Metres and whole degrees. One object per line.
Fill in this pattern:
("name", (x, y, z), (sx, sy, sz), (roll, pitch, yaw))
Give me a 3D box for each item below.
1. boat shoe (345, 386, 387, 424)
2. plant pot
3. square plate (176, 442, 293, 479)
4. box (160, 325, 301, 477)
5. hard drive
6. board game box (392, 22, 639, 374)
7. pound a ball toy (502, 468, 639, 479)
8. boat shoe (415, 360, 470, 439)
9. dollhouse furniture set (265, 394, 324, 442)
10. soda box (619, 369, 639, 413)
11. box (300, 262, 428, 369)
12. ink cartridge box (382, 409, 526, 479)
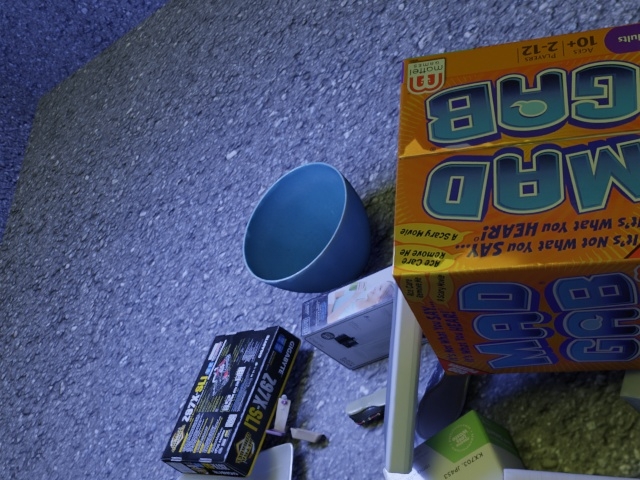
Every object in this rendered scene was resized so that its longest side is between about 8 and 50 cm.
("boat shoe", (0.113, 0.322, 1.649), (0.133, 0.042, 0.049), (-27, 21, 28))
("plant pot", (0.000, 0.000, 1.866), (0.290, 0.195, 0.290), (-25, 48, 31))
("square plate", (-0.181, 0.618, 1.721), (0.347, 0.049, 0.344), (-24, 47, 31))
("box", (-0.195, 0.349, 1.848), (0.257, 0.079, 0.322), (-17, 43, 49))
("hard drive", (0.142, 0.178, 1.423), (0.233, 0.047, 0.353), (-67, -19, -80))
("board game box", (0.323, -0.039, 1.215), (0.356, 0.356, 0.356), (-5, 60, 18))
("pound a ball toy", (0.405, 0.421, 1.127), (0.319, 0.136, 0.208), (2, 50, 11))
("boat shoe", (0.234, 0.272, 1.565), (0.065, 0.075, 0.206), (85, -151, -84))
("dollhouse furniture set", (-0.040, 0.368, 1.754), (0.114, 0.091, 0.081), (9, 82, 17))
("soda box", (0.589, 0.215, 1.211), (0.286, 0.091, 0.098), (3, 65, 46))
("box", (0.123, 0.146, 1.665), (0.290, 0.169, 0.087), (-26, 44, 32))
("ink cartridge box", (0.254, 0.476, 1.334), (0.207, 0.119, 0.353), (-39, 42, 18))
